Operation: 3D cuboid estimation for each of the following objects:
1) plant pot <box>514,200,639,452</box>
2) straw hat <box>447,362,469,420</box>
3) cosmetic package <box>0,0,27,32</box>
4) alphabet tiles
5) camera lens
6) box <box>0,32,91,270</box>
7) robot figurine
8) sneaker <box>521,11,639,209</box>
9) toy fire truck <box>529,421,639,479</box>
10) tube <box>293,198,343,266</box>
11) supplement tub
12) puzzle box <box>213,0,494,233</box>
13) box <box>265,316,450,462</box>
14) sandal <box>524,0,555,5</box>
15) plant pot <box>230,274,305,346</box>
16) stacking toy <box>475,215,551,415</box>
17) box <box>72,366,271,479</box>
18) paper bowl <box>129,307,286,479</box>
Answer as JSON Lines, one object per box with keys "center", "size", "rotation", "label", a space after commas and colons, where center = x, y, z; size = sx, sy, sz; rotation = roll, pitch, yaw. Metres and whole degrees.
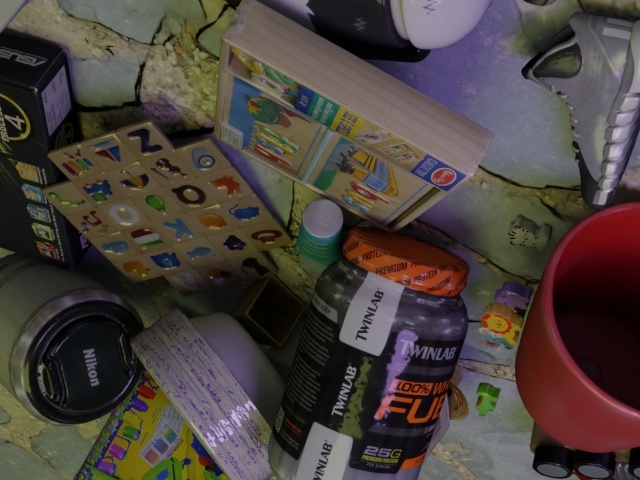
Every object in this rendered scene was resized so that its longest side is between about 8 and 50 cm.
{"center": [0.357, 0.124, 1.262], "size": [0.274, 0.275, 0.243], "rotation": [24, 153, 3], "label": "plant pot"}
{"center": [0.176, 0.200, 1.591], "size": [0.144, 0.061, 0.144], "rotation": [30, 149, 21], "label": "straw hat"}
{"center": [-0.444, -0.438, 1.193], "size": [0.377, 0.097, 0.284], "rotation": [40, 142, -17], "label": "cosmetic package"}
{"center": [-0.216, -0.035, 1.516], "size": [0.285, 0.011, 0.342], "rotation": [-14, 136, 24], "label": "alphabet tiles"}
{"center": [-0.421, 0.150, 1.688], "size": [0.274, 0.219, 0.219], "rotation": [26, 152, 49], "label": "camera lens"}
{"center": [-0.503, -0.147, 1.556], "size": [0.318, 0.097, 0.395], "rotation": [19, 143, 10], "label": "box"}
{"center": [0.036, -0.279, 1.040], "size": [0.278, 0.174, 0.209], "rotation": [10, -179, 21], "label": "robot figurine"}
{"center": [0.275, -0.144, 1.135], "size": [0.132, 0.086, 0.229], "rotation": [19, 132, 17], "label": "sneaker"}
{"center": [0.443, 0.340, 1.547], "size": [0.217, 0.159, 0.246], "rotation": [-7, 143, 35], "label": "toy fire truck"}
{"center": [0.000, 0.000, 1.451], "size": [0.080, 0.052, 0.207], "rotation": [28, 165, 7], "label": "tube"}
{"center": [0.067, 0.166, 1.395], "size": [0.207, 0.207, 0.338], "rotation": [19, 103, 10], "label": "supplement tub"}
{"center": [0.013, -0.116, 1.185], "size": [0.272, 0.052, 0.409], "rotation": [28, 170, -2], "label": "puzzle box"}
{"center": [0.055, 0.225, 1.610], "size": [0.275, 0.094, 0.113], "rotation": [25, 145, 29], "label": "box"}
{"center": [0.244, -0.335, 0.920], "size": [0.086, 0.120, 0.303], "rotation": [1, 145, -12], "label": "sandal"}
{"center": [-0.091, 0.111, 1.634], "size": [0.081, 0.081, 0.083], "rotation": [45, 147, -22], "label": "plant pot"}
{"center": [0.232, 0.097, 1.357], "size": [0.052, 0.167, 0.221], "rotation": [17, 142, 12], "label": "stacking toy"}
{"center": [-0.217, 0.345, 1.773], "size": [0.279, 0.290, 0.177], "rotation": [29, 158, -2], "label": "box"}
{"center": [-0.143, 0.221, 1.575], "size": [0.284, 0.148, 0.284], "rotation": [51, 167, 17], "label": "paper bowl"}
